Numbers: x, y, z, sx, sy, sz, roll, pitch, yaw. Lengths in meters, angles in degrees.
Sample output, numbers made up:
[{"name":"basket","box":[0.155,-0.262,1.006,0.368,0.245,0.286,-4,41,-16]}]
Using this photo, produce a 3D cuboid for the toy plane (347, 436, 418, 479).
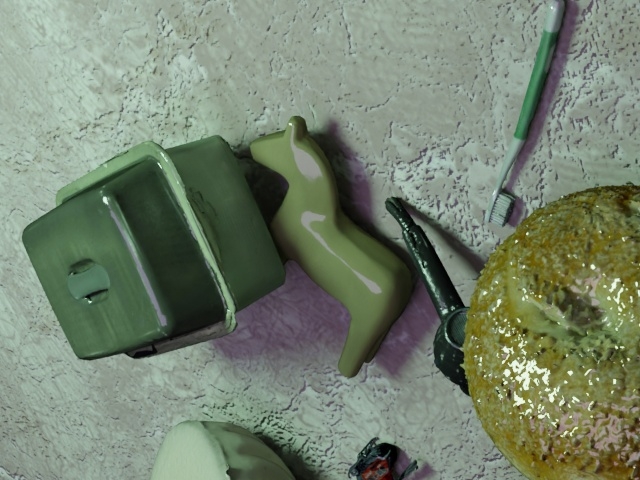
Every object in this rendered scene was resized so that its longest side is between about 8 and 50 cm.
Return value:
[{"name":"toy plane","box":[0.060,0.277,1.781,0.060,0.037,0.145,36,131,1]}]

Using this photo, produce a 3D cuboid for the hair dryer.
[{"name":"hair dryer","box":[0.119,0.051,1.552,0.195,0.075,0.219,70,175,-70]}]

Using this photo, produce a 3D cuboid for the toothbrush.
[{"name":"toothbrush","box":[0.190,-0.113,1.426,0.024,0.018,0.257,27,132,19]}]

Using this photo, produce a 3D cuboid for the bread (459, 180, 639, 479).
[{"name":"bread","box":[0.254,0.086,1.315,0.306,0.305,0.159,12,165,34]}]

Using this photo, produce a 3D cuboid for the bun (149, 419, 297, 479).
[{"name":"bun","box":[-0.092,0.347,1.874,0.263,0.175,0.263,-14,74,60]}]

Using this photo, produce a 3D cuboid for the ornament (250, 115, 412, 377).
[{"name":"ornament","box":[0.000,0.000,1.626,0.230,0.061,0.245,40,138,14]}]

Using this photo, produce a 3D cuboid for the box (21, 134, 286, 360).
[{"name":"box","box":[-0.187,0.015,1.674,0.290,0.166,0.220,-21,95,56]}]
